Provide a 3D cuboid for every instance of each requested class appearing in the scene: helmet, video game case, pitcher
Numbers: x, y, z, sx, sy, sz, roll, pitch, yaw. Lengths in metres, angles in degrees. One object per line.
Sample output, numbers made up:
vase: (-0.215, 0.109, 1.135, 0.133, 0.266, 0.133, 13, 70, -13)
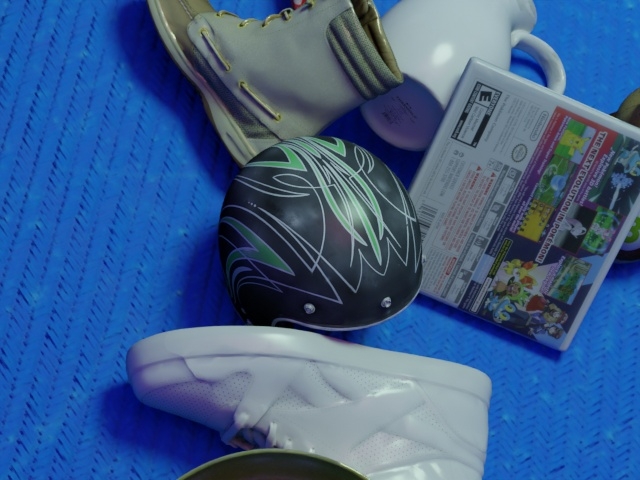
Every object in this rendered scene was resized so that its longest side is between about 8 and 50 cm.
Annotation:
helmet: (0.000, 0.000, 1.224, 0.169, 0.161, 0.169, 7, 67, -16)
video game case: (0.166, -0.027, 1.298, 0.183, 0.201, 0.023, 23, 16, -7)
pitcher: (0.131, -0.153, 1.377, 0.178, 0.125, 0.207, 46, 48, -11)

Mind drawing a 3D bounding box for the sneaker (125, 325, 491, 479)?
sneaker: (-0.008, 0.166, 1.178, 0.292, 0.108, 0.169, 9, 63, -12)

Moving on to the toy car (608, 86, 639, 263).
toy car: (0.291, -0.077, 1.344, 0.155, 0.188, 0.149, 19, 61, -9)

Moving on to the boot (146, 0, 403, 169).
boot: (-0.041, -0.178, 1.294, 0.213, 0.165, 0.077, 60, 23, 9)

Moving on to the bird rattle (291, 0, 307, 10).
bird rattle: (-0.045, -0.319, 1.415, 0.207, 0.143, 0.253, -3, 79, -7)

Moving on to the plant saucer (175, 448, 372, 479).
plant saucer: (-0.033, 0.268, 1.114, 0.241, 0.037, 0.241, 0, 87, 1)
